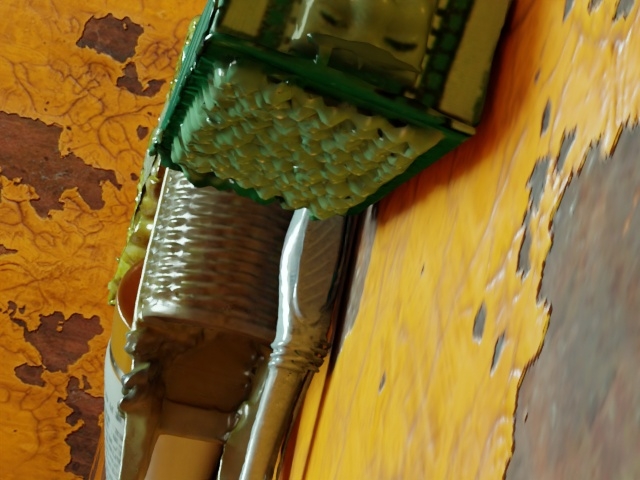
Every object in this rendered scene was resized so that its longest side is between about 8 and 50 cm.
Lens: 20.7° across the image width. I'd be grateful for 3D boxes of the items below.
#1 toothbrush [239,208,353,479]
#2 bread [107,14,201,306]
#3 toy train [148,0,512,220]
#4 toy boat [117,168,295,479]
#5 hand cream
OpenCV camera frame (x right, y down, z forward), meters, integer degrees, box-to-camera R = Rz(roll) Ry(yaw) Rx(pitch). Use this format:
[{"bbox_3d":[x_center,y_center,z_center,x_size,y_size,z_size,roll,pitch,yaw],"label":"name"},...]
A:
[{"bbox_3d":[0.000,0.000,0.820,0.042,0.035,0.413,-13,61,58],"label":"toothbrush"},{"bbox_3d":[-0.090,-0.045,1.324,0.222,0.096,0.181,117,166,-51],"label":"bread"},{"bbox_3d":[0.000,-0.100,0.697,0.269,0.115,0.154,148,141,-78],"label":"toy train"},{"bbox_3d":[-0.036,-0.021,0.884,0.115,0.089,0.310,67,-143,-78],"label":"toy boat"},{"bbox_3d":[-0.109,0.143,1.166,0.314,0.089,0.140,106,174,-49],"label":"hand cream"}]
